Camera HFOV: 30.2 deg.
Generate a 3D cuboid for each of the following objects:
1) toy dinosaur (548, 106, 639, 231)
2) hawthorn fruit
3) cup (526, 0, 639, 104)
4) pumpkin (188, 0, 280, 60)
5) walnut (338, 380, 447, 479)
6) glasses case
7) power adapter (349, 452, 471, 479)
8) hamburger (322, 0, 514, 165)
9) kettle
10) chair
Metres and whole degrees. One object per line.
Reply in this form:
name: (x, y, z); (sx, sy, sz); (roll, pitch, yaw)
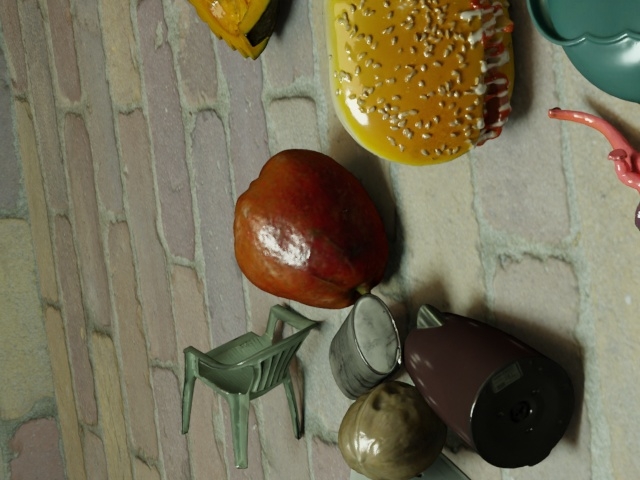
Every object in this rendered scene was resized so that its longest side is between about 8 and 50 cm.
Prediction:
toy dinosaur: (0.349, -0.046, 1.257); (0.286, 0.070, 0.139); (37, 152, 52)
hawthorn fruit: (0.000, 0.000, 1.727); (0.261, 0.224, 0.224); (39, 134, 22)
cup: (0.321, -0.223, 1.040); (0.289, 0.257, 0.219); (11, 103, 59)
pumpkin: (-0.115, -0.392, 1.922); (0.254, 0.149, 0.130); (42, 176, 41)
walnut: (0.100, 0.260, 1.616); (0.140, 0.162, 0.140); (20, 130, 25)
glasses case: (0.059, 0.157, 1.700); (0.299, 0.060, 0.114); (112, 141, -75)
power adapter: (0.121, 0.430, 1.717); (0.187, 0.124, 0.255); (40, 132, 51)
hamburger: (0.116, -0.239, 1.422); (0.151, 0.227, 0.295); (-128, 30, -77)
kettle: (0.207, 0.188, 1.506); (0.202, 0.144, 0.232); (61, 170, -26)
chair: (-0.112, 0.227, 1.994); (0.190, 0.203, 0.275); (33, 136, 38)
